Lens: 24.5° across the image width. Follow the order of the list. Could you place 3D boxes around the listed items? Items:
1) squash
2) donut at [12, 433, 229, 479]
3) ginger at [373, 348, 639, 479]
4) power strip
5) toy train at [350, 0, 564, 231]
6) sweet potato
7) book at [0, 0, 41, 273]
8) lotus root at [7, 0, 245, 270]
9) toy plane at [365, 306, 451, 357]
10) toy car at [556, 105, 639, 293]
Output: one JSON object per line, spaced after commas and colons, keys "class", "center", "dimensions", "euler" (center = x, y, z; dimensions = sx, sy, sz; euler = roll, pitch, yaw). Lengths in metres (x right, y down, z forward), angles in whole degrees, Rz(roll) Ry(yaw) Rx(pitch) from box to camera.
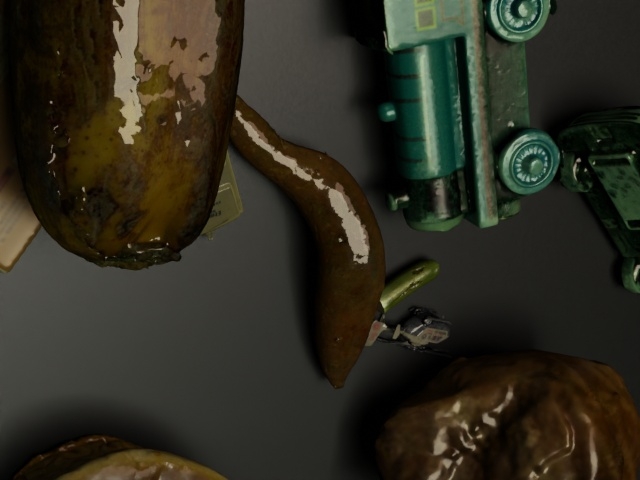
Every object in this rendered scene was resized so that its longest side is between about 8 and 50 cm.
{"class": "squash", "center": [0.092, 0.045, 1.573], "dimensions": [0.083, 0.027, 0.027], "euler": [-34, 119, -19]}
{"class": "donut", "center": [-0.199, 0.351, 1.428], "dimensions": [0.330, 0.160, 0.329], "euler": [-2, 94, -32]}
{"class": "ginger", "center": [0.214, 0.220, 1.601], "dimensions": [0.223, 0.269, 0.200], "euler": [8, 77, -69]}
{"class": "power strip", "center": [-0.123, -0.074, 1.409], "dimensions": [0.076, 0.028, 0.168], "euler": [-25, 116, -24]}
{"class": "toy train", "center": [0.135, -0.152, 1.492], "dimensions": [0.194, 0.120, 0.298], "euler": [-15, 112, -19]}
{"class": "sweet potato", "center": [0.005, -0.006, 1.477], "dimensions": [0.108, 0.079, 0.346], "euler": [-26, 113, -8]}
{"class": "book", "center": [-0.345, -0.174, 1.246], "dimensions": [0.389, 0.032, 0.269], "euler": [38, 82, -33]}
{"class": "lotus root", "center": [-0.160, -0.168, 1.237], "dimensions": [0.196, 0.179, 0.397], "euler": [-6, 103, -50]}
{"class": "toy plane", "center": [0.100, 0.098, 1.593], "dimensions": [0.121, 0.031, 0.049], "euler": [11, 107, -36]}
{"class": "toy car", "center": [0.388, -0.047, 1.663], "dimensions": [0.306, 0.136, 0.125], "euler": [51, 56, -32]}
